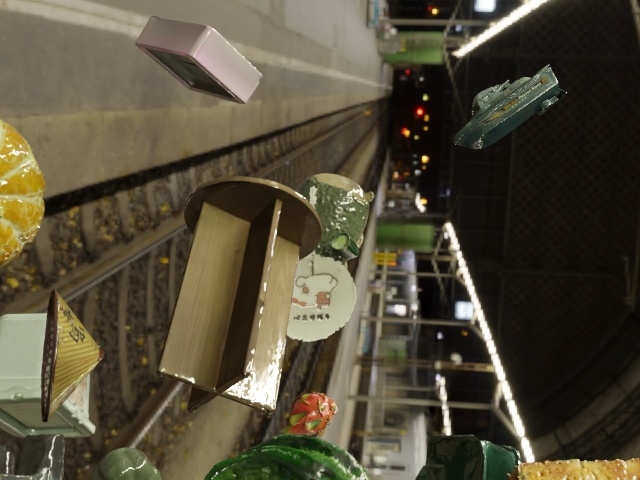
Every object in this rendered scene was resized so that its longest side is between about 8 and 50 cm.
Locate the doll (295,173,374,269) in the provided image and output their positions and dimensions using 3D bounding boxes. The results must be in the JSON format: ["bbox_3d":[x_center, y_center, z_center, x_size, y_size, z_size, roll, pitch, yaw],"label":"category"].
[{"bbox_3d":[0.000,0.000,1.928,0.247,0.247,0.349,64,50,-78],"label":"doll"}]

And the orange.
[{"bbox_3d":[-0.681,-0.086,1.361,0.329,0.249,0.329,-13,110,-40],"label":"orange"}]

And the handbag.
[{"bbox_3d":[0.242,0.515,1.298,0.238,0.089,0.326,148,-46,-64],"label":"handbag"}]

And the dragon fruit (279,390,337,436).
[{"bbox_3d":[-0.025,0.341,1.404,0.116,0.081,0.086,-47,141,-4],"label":"dragon fruit"}]

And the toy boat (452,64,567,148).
[{"bbox_3d":[0.451,-0.325,1.819,0.122,0.296,0.114,56,-4,15],"label":"toy boat"}]

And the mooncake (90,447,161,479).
[{"bbox_3d":[-0.504,0.627,1.894,0.104,0.175,0.168,31,-51,44],"label":"mooncake"}]

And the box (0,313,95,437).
[{"bbox_3d":[-0.561,0.274,1.466,0.311,0.176,0.182,94,-6,-63],"label":"box"}]

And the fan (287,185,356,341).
[{"bbox_3d":[-0.017,0.049,1.540,0.009,0.191,0.328,-171,-101,-77],"label":"fan"}]

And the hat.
[{"bbox_3d":[-0.359,0.167,1.071,0.193,0.082,0.192,-175,-90,-68],"label":"hat"}]

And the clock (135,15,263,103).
[{"bbox_3d":[-0.212,-0.313,1.276,0.150,0.197,0.063,37,81,-46],"label":"clock"}]

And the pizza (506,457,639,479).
[{"bbox_3d":[0.384,0.415,1.094,0.336,0.226,0.086,-28,134,-33],"label":"pizza"}]

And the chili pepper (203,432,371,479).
[{"bbox_3d":[-0.006,0.307,0.889,0.065,0.279,0.122,46,62,-78],"label":"chili pepper"}]

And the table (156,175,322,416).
[{"bbox_3d":[-0.093,0.068,0.811,0.167,0.167,0.226,84,11,-54],"label":"table"}]

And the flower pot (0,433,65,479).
[{"bbox_3d":[-0.535,0.445,1.154,0.299,0.299,0.282,79,11,-66],"label":"flower pot"}]

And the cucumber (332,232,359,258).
[{"bbox_3d":[0.066,0.019,1.807,0.105,0.048,0.048,43,48,-60],"label":"cucumber"}]
